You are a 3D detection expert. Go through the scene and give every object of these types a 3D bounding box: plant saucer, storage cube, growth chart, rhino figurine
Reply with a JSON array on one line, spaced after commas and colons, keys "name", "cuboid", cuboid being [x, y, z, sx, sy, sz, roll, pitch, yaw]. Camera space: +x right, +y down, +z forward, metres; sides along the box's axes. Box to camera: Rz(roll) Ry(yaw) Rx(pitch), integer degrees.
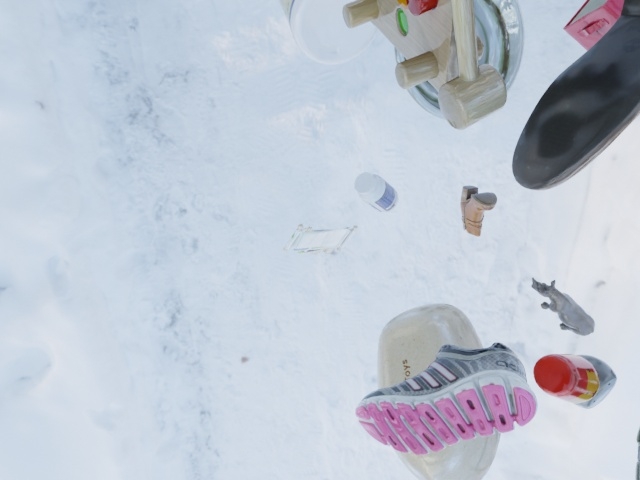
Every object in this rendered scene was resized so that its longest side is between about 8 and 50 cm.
[{"name": "plant saucer", "cuboid": [0.361, -0.527, 1.144, 0.400, 0.100, 0.401, -4, 103, -19]}, {"name": "storage cube", "cuboid": [0.728, -0.523, 0.955, 0.193, 0.184, 0.215, 39, 101, -4]}, {"name": "growth chart", "cuboid": [0.000, 0.000, 1.303, 0.237, 0.021, 0.172, -1, 151, -34]}, {"name": "rhino figurine", "cuboid": [0.730, 0.196, 1.283, 0.073, 0.106, 0.243, -44, 91, -6]}]

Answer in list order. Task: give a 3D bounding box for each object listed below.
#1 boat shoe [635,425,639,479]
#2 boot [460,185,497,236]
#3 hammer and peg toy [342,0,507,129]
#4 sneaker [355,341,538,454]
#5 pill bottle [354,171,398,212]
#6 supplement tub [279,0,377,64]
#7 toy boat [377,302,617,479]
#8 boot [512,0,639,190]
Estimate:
[{"name": "boat shoe", "cuboid": [0.488, 0.275, 0.595, 0.077, 0.219, 0.070, 23, 158, 22]}, {"name": "boot", "cuboid": [0.503, -0.082, 1.347, 0.072, 0.197, 0.153, -5, 110, 1]}, {"name": "hammer and peg toy", "cuboid": [0.138, -0.328, 0.525, 0.127, 0.361, 0.266, -24, 146, -5]}, {"name": "sneaker", "cuboid": [0.108, 0.137, 0.382, 0.170, 0.075, 0.063, -32, 98, 35]}, {"name": "pill bottle", "cuboid": [0.126, -0.111, 0.966, 0.067, 0.067, 0.120, -37, 149, 19]}, {"name": "supplement tub", "cuboid": [0.008, -0.639, 1.102, 0.228, 0.316, 0.228, -11, 144, -8]}, {"name": "toy boat", "cuboid": [0.227, 0.212, 0.599, 0.148, 0.268, 0.318, 20, 148, -39]}, {"name": "boot", "cuboid": [0.347, -0.174, 0.469, 0.115, 0.112, 0.305, 19, 115, -34]}]
